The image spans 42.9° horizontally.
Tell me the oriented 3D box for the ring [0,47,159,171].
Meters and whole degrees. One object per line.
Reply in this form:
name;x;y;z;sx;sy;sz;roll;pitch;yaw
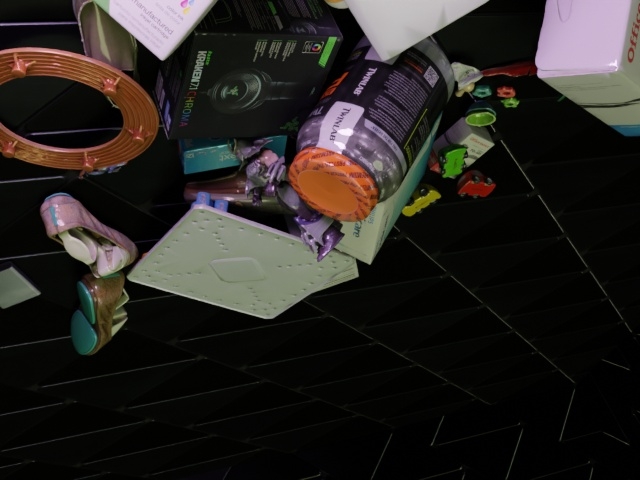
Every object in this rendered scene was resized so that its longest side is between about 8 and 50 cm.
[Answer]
ring;-0.446;-0.205;1.382;0.336;0.032;0.336;-1;153;0

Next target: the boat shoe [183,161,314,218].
boat shoe;-0.128;-0.118;1.737;0.324;0.116;0.123;-1;163;0

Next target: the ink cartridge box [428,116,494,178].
ink cartridge box;0.325;-0.216;1.917;0.099;0.056;0.135;14;134;-43

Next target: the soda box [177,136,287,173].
soda box;-0.177;-0.195;1.625;0.210;0.067;0.071;-11;148;-17

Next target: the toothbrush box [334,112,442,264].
toothbrush box;0.126;-0.134;1.698;0.295;0.126;0.216;-58;167;-32

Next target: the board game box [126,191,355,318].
board game box;-0.185;0.048;1.841;0.390;0.050;0.390;19;146;-27

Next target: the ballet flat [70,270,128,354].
ballet flat;-0.517;0.166;1.938;0.124;0.116;0.342;-25;157;-32

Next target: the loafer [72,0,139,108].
loafer;-0.335;-0.312;1.326;0.094;0.087;0.251;-17;149;-9

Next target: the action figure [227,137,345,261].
action figure;-0.075;-0.092;1.558;0.099;0.285;0.185;-46;-172;-8

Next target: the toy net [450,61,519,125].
toy net;0.343;-0.315;1.747;0.122;0.045;0.232;-5;162;29

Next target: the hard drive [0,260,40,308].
hard drive;-0.693;0.098;1.797;0.094;0.022;0.135;-21;149;-1

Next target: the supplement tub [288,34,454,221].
supplement tub;0.091;-0.211;1.483;0.338;0.207;0.207;-59;162;-28

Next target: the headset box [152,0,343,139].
headset box;-0.125;-0.307;1.425;0.283;0.131;0.246;-5;146;-27

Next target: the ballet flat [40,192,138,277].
ballet flat;-0.482;0.016;1.722;0.107;0.106;0.316;-27;149;10

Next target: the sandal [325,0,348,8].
sandal;-0.001;-0.461;1.309;0.076;0.102;0.265;-25;140;7

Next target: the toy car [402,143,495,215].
toy car;0.298;-0.158;1.885;0.239;0.053;0.225;-15;149;-7

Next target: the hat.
hat;0.487;-0.414;1.749;0.208;0.183;0.173;-52;175;-37

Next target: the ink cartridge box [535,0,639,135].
ink cartridge box;0.601;-0.392;1.574;0.166;0.285;0.395;6;174;44

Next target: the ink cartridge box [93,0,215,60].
ink cartridge box;-0.200;-0.426;1.123;0.201;0.117;0.278;41;120;-15

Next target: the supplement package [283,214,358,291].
supplement package;0.000;0.000;1.968;0.134;0.139;0.244;-19;150;-3

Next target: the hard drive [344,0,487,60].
hard drive;0.116;-0.445;1.257;0.210;0.040;0.318;-28;137;14

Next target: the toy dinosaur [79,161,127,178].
toy dinosaur;-0.420;-0.151;1.590;0.082;0.047;0.090;-10;-179;-35
